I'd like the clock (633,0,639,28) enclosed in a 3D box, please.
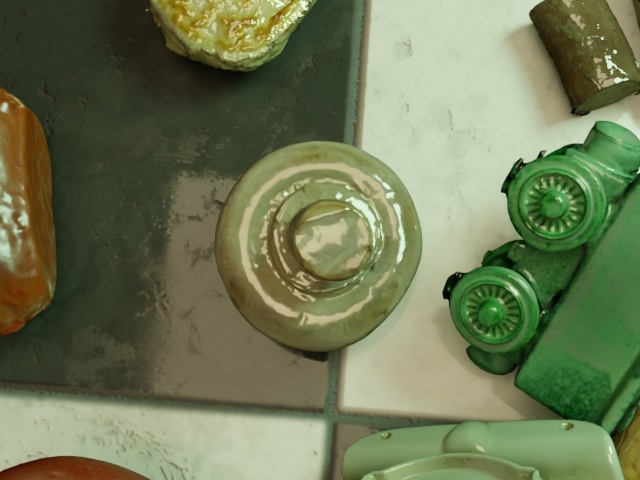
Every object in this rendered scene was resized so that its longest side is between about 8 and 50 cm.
[{"bbox_3d":[0.435,-0.241,0.889,0.195,0.100,0.194,-11,81,5],"label":"clock"}]

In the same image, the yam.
[{"bbox_3d":[0.279,-0.201,0.901,0.084,0.084,0.127,-20,80,0],"label":"yam"}]

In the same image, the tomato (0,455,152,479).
[{"bbox_3d":[-0.211,0.334,0.701,0.321,0.321,0.321,-1,78,4],"label":"tomato"}]

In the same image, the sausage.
[{"bbox_3d":[-0.351,-0.034,0.875,0.141,0.153,0.268,-10,78,-3],"label":"sausage"}]

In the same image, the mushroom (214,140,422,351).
[{"bbox_3d":[-0.011,0.006,0.826,0.206,0.209,0.206,2,95,25],"label":"mushroom"}]

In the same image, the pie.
[{"bbox_3d":[-0.089,-0.279,0.943,0.179,0.084,0.205,32,80,9],"label":"pie"}]

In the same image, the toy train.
[{"bbox_3d":[0.241,0.032,0.786,0.202,0.145,0.266,33,114,17],"label":"toy train"}]

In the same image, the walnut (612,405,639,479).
[{"bbox_3d":[0.330,0.216,0.779,0.144,0.144,0.180,39,74,11],"label":"walnut"}]

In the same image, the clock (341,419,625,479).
[{"bbox_3d":[0.093,0.266,0.671,0.265,0.324,0.108,-10,108,30],"label":"clock"}]
